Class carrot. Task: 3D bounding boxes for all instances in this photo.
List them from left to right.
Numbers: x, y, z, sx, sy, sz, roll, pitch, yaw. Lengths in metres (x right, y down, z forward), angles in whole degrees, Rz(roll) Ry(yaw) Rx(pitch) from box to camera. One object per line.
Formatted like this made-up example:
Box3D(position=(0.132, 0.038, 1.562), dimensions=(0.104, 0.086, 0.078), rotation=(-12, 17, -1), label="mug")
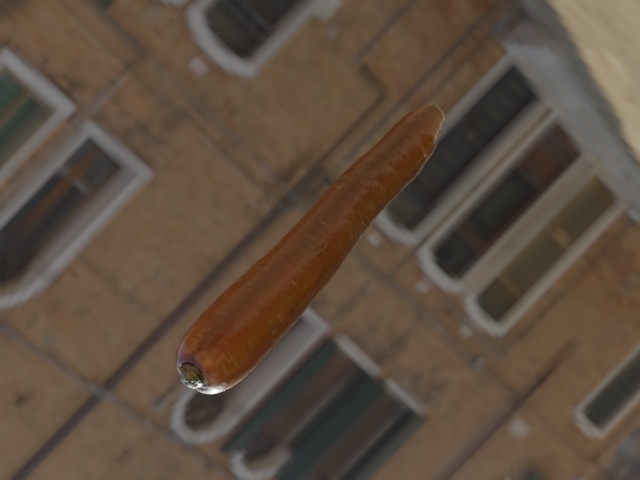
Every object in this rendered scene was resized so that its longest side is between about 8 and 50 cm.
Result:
Box3D(position=(0.000, 0.000, 1.064), dimensions=(0.043, 0.248, 0.043), rotation=(31, 150, 21), label="carrot")
